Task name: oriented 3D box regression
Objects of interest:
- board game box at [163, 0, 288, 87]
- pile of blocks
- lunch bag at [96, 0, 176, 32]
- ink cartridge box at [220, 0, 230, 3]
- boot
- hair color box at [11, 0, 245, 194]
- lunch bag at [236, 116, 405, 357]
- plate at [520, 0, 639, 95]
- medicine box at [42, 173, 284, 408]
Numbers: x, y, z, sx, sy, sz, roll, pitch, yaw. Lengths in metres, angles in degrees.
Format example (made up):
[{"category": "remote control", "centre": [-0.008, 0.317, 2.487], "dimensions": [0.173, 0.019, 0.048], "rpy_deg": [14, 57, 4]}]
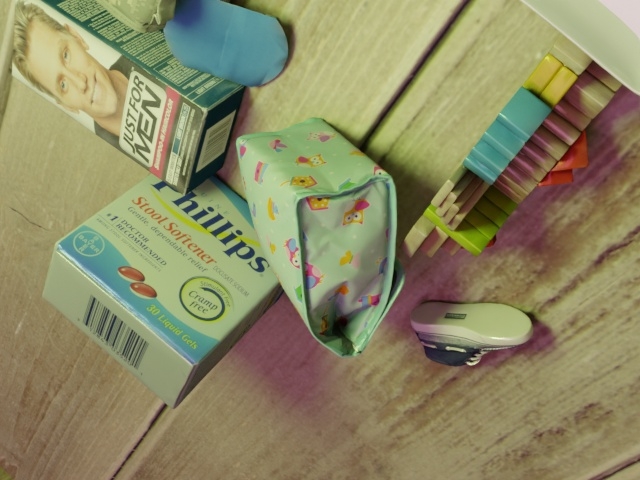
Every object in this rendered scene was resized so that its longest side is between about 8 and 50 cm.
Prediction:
[{"category": "board game box", "centre": [-0.124, -0.275, 1.129], "dimensions": [0.168, 0.033, 0.133], "rpy_deg": [16, 145, -7]}, {"category": "pile of blocks", "centre": [0.222, -0.075, 0.963], "dimensions": [0.112, 0.149, 0.362], "rpy_deg": [38, 135, 6]}, {"category": "lunch bag", "centre": [-0.239, -0.424, 1.010], "dimensions": [0.287, 0.169, 0.235], "rpy_deg": [49, 138, 12]}, {"category": "ink cartridge box", "centre": [-0.149, -0.325, 1.133], "dimensions": [0.048, 0.028, 0.083], "rpy_deg": [36, 136, 8]}, {"category": "boot", "centre": [0.220, 0.139, 1.191], "dimensions": [0.190, 0.069, 0.086], "rpy_deg": [6, 132, 43]}, {"category": "hair color box", "centre": [-0.292, -0.238, 1.248], "dimensions": [0.347, 0.105, 0.174], "rpy_deg": [34, 135, 11]}, {"category": "lunch bag", "centre": [0.000, 0.000, 1.122], "dimensions": [0.223, 0.160, 0.262], "rpy_deg": [-133, 31, -54]}, {"category": "plate", "centre": [0.291, -0.322, 0.780], "dimensions": [0.278, 0.045, 0.277], "rpy_deg": [40, 127, 5]}, {"category": "medicine box", "centre": [-0.216, 0.050, 1.273], "dimensions": [0.263, 0.289, 0.149], "rpy_deg": [39, 138, 6]}]
